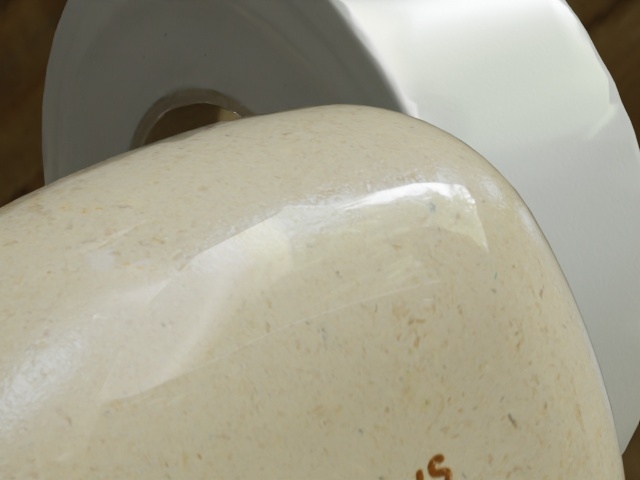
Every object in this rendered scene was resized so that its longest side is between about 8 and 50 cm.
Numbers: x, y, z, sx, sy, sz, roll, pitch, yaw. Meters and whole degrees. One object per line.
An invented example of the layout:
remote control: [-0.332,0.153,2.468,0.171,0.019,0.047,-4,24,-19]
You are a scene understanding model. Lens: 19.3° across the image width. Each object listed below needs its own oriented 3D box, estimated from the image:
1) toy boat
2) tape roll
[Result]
toy boat: [-0.026,0.137,0.478,0.148,0.267,0.318,-1,-69,51]
tape roll: [0.000,0.000,0.767,0.286,0.100,0.286,28,-53,44]
